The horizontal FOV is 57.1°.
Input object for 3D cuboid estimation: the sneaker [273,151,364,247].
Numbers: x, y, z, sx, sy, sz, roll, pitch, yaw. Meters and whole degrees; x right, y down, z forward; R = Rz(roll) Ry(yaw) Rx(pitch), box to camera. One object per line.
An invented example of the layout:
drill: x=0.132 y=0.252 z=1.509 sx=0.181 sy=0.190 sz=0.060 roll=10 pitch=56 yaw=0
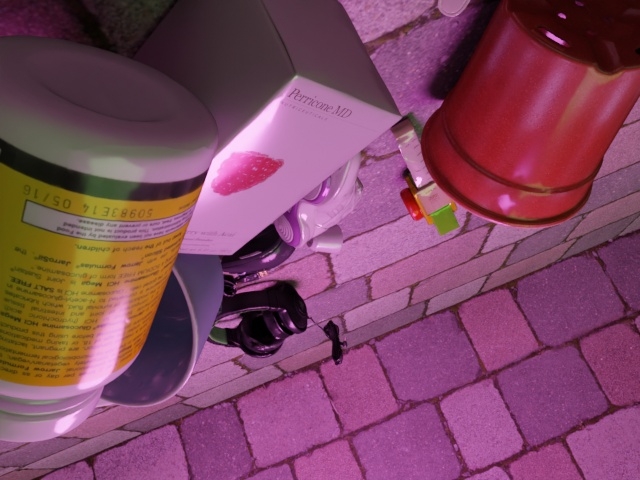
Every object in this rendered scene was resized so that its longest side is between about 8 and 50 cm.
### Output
sneaker: x=0.012 y=-0.102 z=0.964 sx=0.152 sy=0.114 sz=0.305 roll=-29 pitch=168 yaw=-26

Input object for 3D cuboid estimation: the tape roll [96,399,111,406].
tape roll: x=-0.366 y=0.182 z=1.028 sx=0.286 sy=0.100 sz=0.286 roll=-6 pitch=-168 yaw=1

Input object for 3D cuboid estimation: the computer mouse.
computer mouse: x=-0.131 y=0.055 z=1.226 sx=0.262 sy=0.060 sz=0.184 roll=-27 pitch=158 yaw=12

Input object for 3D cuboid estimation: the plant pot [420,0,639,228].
plant pot: x=0.305 y=-0.202 z=0.808 sx=0.273 sy=0.272 sz=0.265 roll=-16 pitch=150 yaw=-18

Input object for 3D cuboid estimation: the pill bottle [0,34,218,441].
pill bottle: x=-0.228 y=0.014 z=0.518 sx=0.188 sy=0.188 sz=0.333 roll=-2 pitch=128 yaw=-44

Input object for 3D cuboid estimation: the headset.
headset: x=-0.112 y=0.233 z=1.506 sx=0.394 sy=0.185 sz=0.243 roll=9 pitch=145 yaw=-36

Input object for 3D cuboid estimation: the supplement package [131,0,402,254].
supplement package: x=-0.098 y=-0.130 z=0.644 sx=0.293 sy=0.175 sz=0.178 roll=-37 pitch=156 yaw=31

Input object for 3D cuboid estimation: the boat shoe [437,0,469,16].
boat shoe: x=0.180 y=-0.316 z=0.673 sx=0.046 sy=0.038 sz=0.125 roll=27 pitch=137 yaw=-8

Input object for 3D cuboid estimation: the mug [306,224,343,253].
mug: x=0.002 y=0.002 z=1.239 sx=0.064 sy=0.062 sz=0.078 roll=-1 pitch=145 yaw=-29

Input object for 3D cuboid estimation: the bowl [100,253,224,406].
bowl: x=-0.260 y=0.058 z=0.826 sx=0.312 sy=0.311 sz=0.163 roll=-37 pitch=-178 yaw=32

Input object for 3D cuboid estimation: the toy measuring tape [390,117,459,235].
toy measuring tape: x=0.189 y=-0.127 z=1.108 sx=0.121 sy=0.121 sz=0.330 roll=-27 pitch=137 yaw=10
